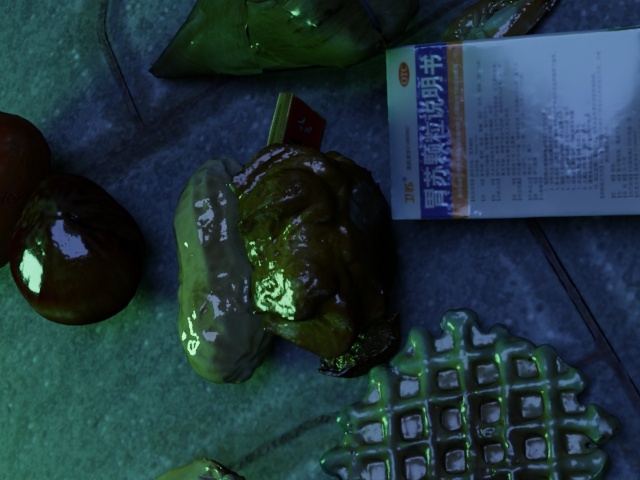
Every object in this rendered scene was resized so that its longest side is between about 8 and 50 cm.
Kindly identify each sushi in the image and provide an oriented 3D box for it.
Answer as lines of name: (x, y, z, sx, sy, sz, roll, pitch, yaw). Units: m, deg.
sushi: (0.050, 0.122, 1.285, 0.118, 0.060, 0.061, -49, 57, 0)

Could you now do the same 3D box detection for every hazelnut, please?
hazelnut: (-0.320, 0.006, 1.419, 0.178, 0.178, 0.204, -17, 56, 17)

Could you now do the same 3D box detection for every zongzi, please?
zongzi: (-0.064, -0.260, 1.344, 0.393, 0.174, 0.356, -34, 26, 13)

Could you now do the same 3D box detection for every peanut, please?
peanut: (-0.116, 0.032, 1.347, 0.130, 0.130, 0.290, -15, 67, 18)

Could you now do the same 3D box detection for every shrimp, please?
shrimp: (0.227, -0.276, 1.356, 0.184, 0.043, 0.091, -33, 60, 11)

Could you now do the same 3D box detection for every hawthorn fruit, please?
hawthorn fruit: (-0.488, -0.038, 1.488, 0.211, 0.211, 0.299, 15, 87, 26)

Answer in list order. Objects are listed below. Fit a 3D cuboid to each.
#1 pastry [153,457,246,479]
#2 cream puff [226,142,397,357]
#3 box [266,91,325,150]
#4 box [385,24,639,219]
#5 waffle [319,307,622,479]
pastry: (-0.130, 0.390, 1.218, 0.256, 0.170, 0.237, -45, 41, 13)
cream puff: (0.000, 0.000, 1.245, 0.155, 0.269, 0.241, -14, 96, 14)
box: (-0.036, -0.109, 1.381, 0.023, 0.090, 0.133, 5, 74, 29)
box: (0.231, -0.125, 1.234, 0.299, 0.106, 0.200, -1, 94, 24)
waffle: (0.157, 0.237, 1.202, 0.292, 0.056, 0.309, 33, 86, 28)
